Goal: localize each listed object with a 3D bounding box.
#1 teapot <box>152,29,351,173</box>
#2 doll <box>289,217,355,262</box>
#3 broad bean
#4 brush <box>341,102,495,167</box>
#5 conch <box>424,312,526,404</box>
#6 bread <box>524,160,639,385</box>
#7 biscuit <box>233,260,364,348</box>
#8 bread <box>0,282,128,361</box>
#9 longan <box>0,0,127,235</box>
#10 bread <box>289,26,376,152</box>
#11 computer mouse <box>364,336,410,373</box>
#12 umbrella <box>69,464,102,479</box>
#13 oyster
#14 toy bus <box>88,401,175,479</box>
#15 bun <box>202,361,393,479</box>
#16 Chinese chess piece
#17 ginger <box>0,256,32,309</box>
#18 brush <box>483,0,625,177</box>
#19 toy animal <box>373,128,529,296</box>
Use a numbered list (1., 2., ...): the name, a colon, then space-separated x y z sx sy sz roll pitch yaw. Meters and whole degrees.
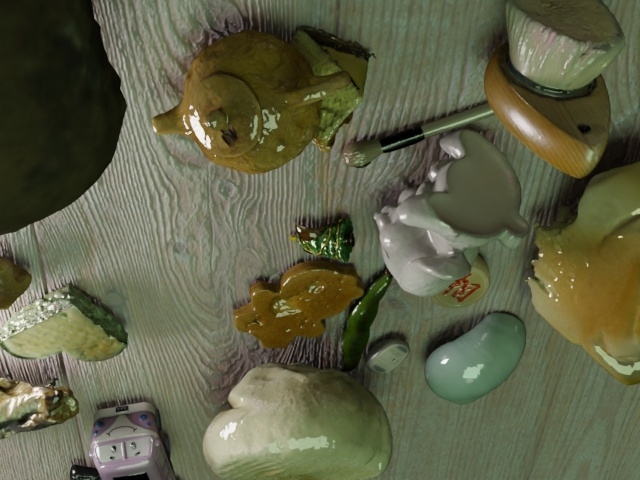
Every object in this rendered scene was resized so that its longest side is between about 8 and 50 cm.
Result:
1. teapot: -0.103 -0.190 1.568 0.311 0.167 0.203 -7 108 30
2. doll: 0.003 0.008 1.897 0.113 0.076 0.078 -12 144 5
3. broad bean: 0.078 0.149 2.073 0.060 0.043 0.297 -1 135 -21
4. brush: 0.176 -0.174 1.761 0.299 0.042 0.039 -17 129 8
5. conch: 0.311 0.237 2.159 0.221 0.121 0.185 -39 157 23
6. bread: 0.534 0.050 1.889 0.329 0.245 0.424 1 139 -8
7. biscuit: -0.040 0.111 2.025 0.249 0.035 0.184 -36 130 26
8. bread: -0.462 0.149 1.986 0.232 0.064 0.172 2 135 -12
9. longan: -0.466 -0.209 1.384 0.404 0.404 0.435 -8 135 1
10. bread: -0.007 -0.226 1.646 0.152 0.127 0.147 27 128 -9
11. computer mouse: 0.129 0.220 2.156 0.066 0.039 0.096 32 116 -34
12. umbrella: -0.414 0.516 2.377 0.250 0.053 0.052 17 123 -21
13. oyster: -0.613 0.320 2.097 0.337 0.133 0.197 -9 144 8
14. toy bus: -0.376 0.432 2.229 0.142 0.142 0.202 -8 136 1
15. bun: -0.048 0.354 2.142 0.365 0.219 0.365 -1 154 -1
16. Chinese chess piece: 0.247 0.070 2.009 0.122 0.051 0.122 -3 136 -3
17. ginger: -0.641 0.072 1.876 0.295 0.086 0.131 2 157 -3
18. brush: 0.347 -0.228 1.567 0.174 0.266 0.166 -5 141 -18
19. toy animal: 0.198 -0.013 1.805 0.206 0.271 0.265 34 140 -4
